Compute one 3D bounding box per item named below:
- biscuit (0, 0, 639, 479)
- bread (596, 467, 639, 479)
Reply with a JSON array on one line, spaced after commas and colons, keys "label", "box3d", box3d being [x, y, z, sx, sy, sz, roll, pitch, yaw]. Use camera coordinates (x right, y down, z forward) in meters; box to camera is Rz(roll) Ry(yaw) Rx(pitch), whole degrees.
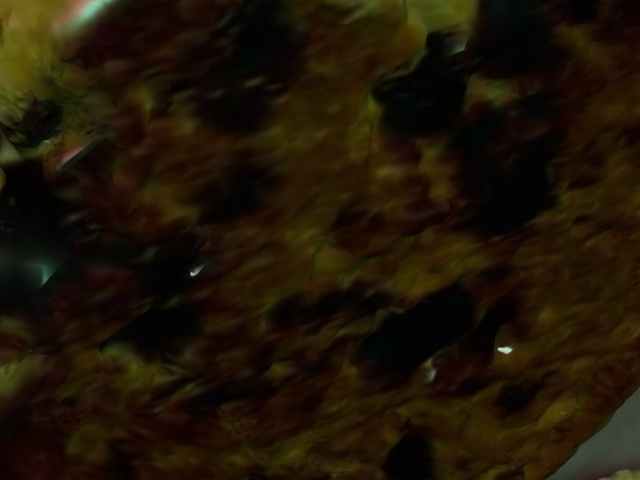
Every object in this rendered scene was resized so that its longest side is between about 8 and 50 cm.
[{"label": "biscuit", "box3d": [-0.004, 0.002, 0.578, 0.289, 0.334, 0.081, -27, 44, -12]}, {"label": "bread", "box3d": [0.138, 0.220, 0.654, 0.267, 0.040, 0.267, 1, 75, -5]}]
